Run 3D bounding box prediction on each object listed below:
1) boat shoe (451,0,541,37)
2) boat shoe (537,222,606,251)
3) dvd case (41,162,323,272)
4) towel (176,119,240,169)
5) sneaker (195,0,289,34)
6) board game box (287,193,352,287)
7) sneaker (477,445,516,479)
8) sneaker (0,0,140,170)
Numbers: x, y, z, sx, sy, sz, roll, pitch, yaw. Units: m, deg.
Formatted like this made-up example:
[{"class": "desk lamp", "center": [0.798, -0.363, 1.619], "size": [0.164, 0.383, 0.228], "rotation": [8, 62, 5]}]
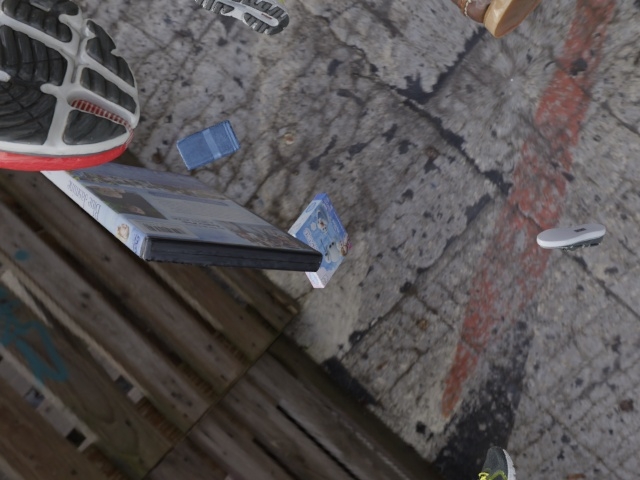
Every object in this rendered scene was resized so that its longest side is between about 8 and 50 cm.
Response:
[{"class": "boat shoe", "center": [0.165, -0.239, 0.499], "size": [0.207, 0.073, 0.073], "rotation": [-46, 70, 13]}, {"class": "boat shoe", "center": [0.467, 0.000, 1.375], "size": [0.142, 0.049, 0.040], "rotation": [-10, 119, -15]}, {"class": "dvd case", "center": [-0.139, -0.029, 0.705], "size": [0.253, 0.180, 0.022], "rotation": [30, 107, 46]}, {"class": "towel", "center": [-0.226, -0.192, 1.495], "size": [0.119, 0.029, 0.067], "rotation": [-25, 102, -11]}, {"class": "sneaker", "center": [-0.146, -0.425, 1.230], "size": [0.209, 0.094, 0.081], "rotation": [25, 135, -36]}, {"class": "board game box", "center": [0.000, 0.000, 0.978], "size": [0.020, 0.090, 0.090], "rotation": [-2, 128, 39]}, {"class": "sneaker", "center": [0.125, 0.195, 0.562], "size": [0.035, 0.083, 0.031], "rotation": [19, 149, -6]}, {"class": "sneaker", "center": [-0.230, -0.075, 0.380], "size": [0.279, 0.118, 0.107], "rotation": [7, 60, -5]}]
